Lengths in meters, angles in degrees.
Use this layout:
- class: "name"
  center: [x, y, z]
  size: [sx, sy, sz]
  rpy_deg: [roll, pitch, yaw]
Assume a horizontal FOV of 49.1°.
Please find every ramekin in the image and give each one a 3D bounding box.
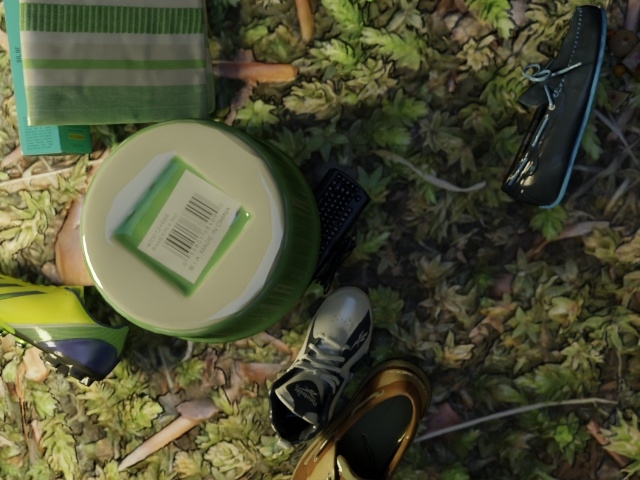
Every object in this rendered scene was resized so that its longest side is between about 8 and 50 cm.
- class: "ramekin"
  center: [-0.158, -0.013, 0.916]
  size: [0.304, 0.148, 0.303]
  rpy_deg: [-1, 85, 7]

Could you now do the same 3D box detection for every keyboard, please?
- class: "keyboard"
  center: [0.000, 0.000, 0.980]
  size: [0.100, 0.038, 0.192]
  rpy_deg: [35, 100, 3]

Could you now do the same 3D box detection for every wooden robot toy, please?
- class: "wooden robot toy"
  center: [0.403, -0.248, 0.886]
  size: [0.079, 0.076, 0.173]
  rpy_deg: [43, 100, 12]

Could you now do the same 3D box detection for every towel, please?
- class: "towel"
  center: [-0.270, -0.318, 0.932]
  size: [0.248, 0.038, 0.324]
  rpy_deg: [-5, 97, -21]

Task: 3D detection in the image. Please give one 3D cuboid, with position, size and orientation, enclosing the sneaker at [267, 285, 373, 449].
- class: "sneaker"
  center: [-0.002, 0.178, 0.941]
  size: [0.094, 0.153, 0.234]
  rpy_deg: [33, 99, 2]

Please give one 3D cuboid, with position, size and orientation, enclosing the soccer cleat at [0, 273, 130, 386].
- class: "soccer cleat"
  center: [-0.413, 0.102, 1.035]
  size: [0.289, 0.093, 0.121]
  rpy_deg: [29, 69, 8]

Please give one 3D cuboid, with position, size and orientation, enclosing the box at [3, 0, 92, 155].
- class: "box"
  center: [-0.377, -0.241, 0.973]
  size: [0.060, 0.100, 0.244]
  rpy_deg: [-4, 96, 6]

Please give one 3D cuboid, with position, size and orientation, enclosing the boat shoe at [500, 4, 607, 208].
- class: "boat shoe"
  center: [0.293, -0.171, 0.889]
  size: [0.089, 0.109, 0.258]
  rpy_deg: [14, 96, 9]

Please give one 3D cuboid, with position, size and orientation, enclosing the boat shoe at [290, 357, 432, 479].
- class: "boat shoe"
  center: [0.040, 0.310, 0.966]
  size: [0.123, 0.120, 0.323]
  rpy_deg: [29, 99, 4]
